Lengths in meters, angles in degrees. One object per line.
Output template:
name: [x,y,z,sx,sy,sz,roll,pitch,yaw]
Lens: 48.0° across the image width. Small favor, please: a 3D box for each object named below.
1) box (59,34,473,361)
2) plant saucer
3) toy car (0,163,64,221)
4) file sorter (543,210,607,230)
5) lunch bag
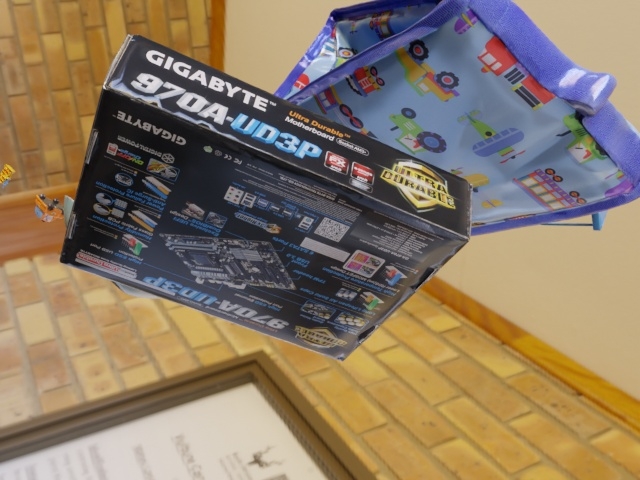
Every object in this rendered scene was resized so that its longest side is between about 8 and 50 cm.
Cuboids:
box: [-0.042,-0.011,0.459,0.175,0.220,0.051,126,-20,-48]
plant saucer: [-0.295,0.022,0.989,0.195,0.037,0.195,40,-16,14]
toy car: [-0.485,-0.073,1.209,0.122,0.040,0.060,39,6,9]
file sorter: [0.369,-0.118,1.072,0.104,0.118,0.170,2,-55,32]
lunch bag: [0.116,-0.102,0.600,0.221,0.138,0.293,38,-13,-23]
